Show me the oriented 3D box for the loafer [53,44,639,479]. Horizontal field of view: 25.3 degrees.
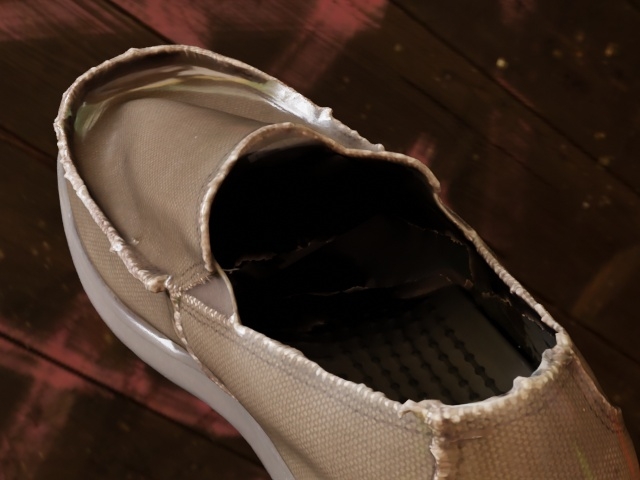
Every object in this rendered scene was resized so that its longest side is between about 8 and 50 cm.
[{"bbox_3d":[0.000,0.000,0.532,0.134,0.366,0.130,-24,-50,-21],"label":"loafer"}]
